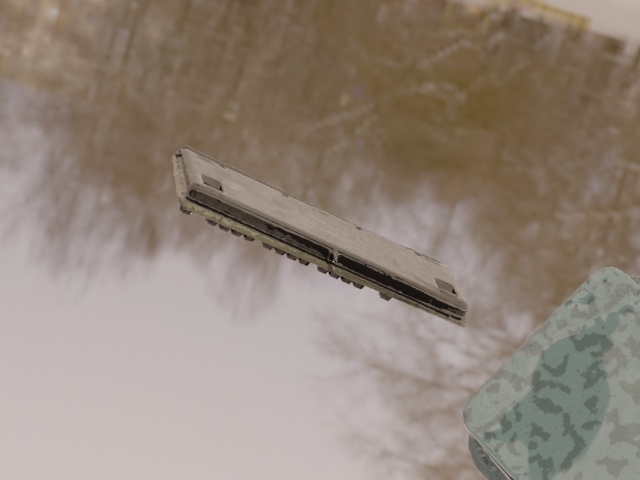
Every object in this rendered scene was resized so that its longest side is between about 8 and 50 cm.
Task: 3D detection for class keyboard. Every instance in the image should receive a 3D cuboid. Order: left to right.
[{"bbox_3d":[0.000,0.000,1.295,0.230,0.025,0.094,24,-160,-19],"label":"keyboard"}]

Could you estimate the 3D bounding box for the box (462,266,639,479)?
[{"bbox_3d":[0.197,0.131,1.063,0.227,0.162,0.130,45,-178,25],"label":"box"}]
